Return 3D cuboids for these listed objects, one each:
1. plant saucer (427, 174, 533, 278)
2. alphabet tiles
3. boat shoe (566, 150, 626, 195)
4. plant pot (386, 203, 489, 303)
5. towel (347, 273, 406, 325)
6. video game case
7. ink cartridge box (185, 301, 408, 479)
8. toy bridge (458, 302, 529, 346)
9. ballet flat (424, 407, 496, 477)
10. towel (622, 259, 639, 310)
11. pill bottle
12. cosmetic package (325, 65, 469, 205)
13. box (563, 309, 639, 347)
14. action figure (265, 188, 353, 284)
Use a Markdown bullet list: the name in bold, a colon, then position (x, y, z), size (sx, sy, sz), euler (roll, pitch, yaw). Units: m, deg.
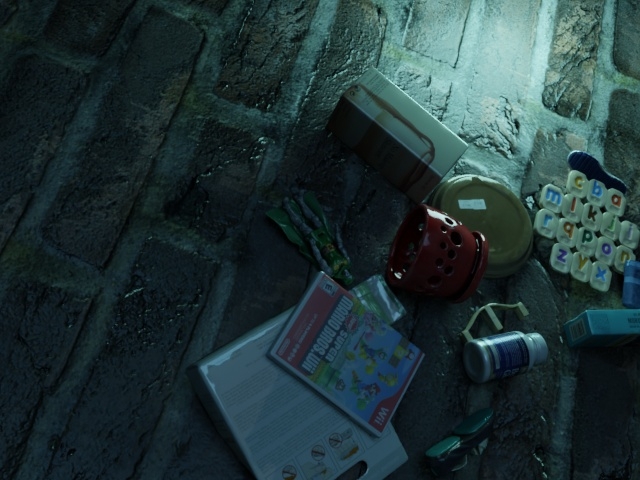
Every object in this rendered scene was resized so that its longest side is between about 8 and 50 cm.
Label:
- **plant saucer**: position (0.385, -0.042, 1.993), size (0.277, 0.041, 0.278), euler (7, 62, -14)
- **alphabet tiles**: position (0.655, -0.024, 2.064), size (0.284, 0.021, 0.278), euler (23, 68, -12)
- **boat shoe**: position (0.692, -0.170, 2.144), size (0.183, 0.066, 0.066), euler (36, 14, -15)
- **plant pot**: position (0.259, 0.037, 1.824), size (0.174, 0.191, 0.191), euler (21, 60, -11)
- **towel**: position (0.100, 0.147, 1.811), size (0.152, 0.023, 0.113), euler (-28, 75, -28)
- **video game case**: position (0.055, 0.225, 1.663), size (0.285, 0.025, 0.204), euler (39, 64, -14)
- **ink cartridge box**: position (-0.039, 0.340, 1.653), size (0.308, 0.091, 0.385), euler (-29, 93, -29)
- **toy bridge**: position (0.384, 0.176, 1.889), size (0.188, 0.026, 0.063), euler (-22, 72, -27)
- **ballet flat**: position (0.291, 0.418, 1.718), size (0.203, 0.074, 0.074), euler (-28, 75, -34)
- **towel**: position (0.764, 0.109, 2.036), size (0.067, 0.029, 0.120), euler (17, 70, -14)
- **pill bottle**: position (0.401, 0.248, 1.818), size (0.169, 0.094, 0.094), euler (-8, 67, -22)
- **cosmetic package**: position (0.175, -0.241, 1.960), size (0.296, 0.153, 0.129), euler (39, 61, 5)
- **box**: position (0.694, 0.203, 1.937), size (0.244, 0.100, 0.060), euler (1, 65, -18)
- **action figure**: position (0.000, 0.000, 1.833), size (0.137, 0.063, 0.232), euler (-31, 80, -32)
